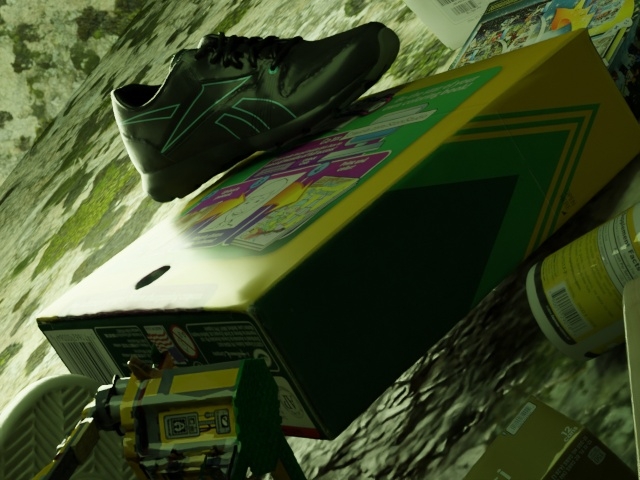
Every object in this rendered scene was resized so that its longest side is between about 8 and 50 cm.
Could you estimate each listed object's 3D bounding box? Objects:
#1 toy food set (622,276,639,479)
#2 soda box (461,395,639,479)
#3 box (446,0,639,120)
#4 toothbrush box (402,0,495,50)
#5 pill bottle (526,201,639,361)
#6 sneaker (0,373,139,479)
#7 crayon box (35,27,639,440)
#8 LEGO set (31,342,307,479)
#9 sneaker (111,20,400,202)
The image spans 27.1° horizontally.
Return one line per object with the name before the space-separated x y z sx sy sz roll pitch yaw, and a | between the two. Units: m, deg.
toy food set | 0.240 0.081 0.503 0.220 0.092 0.306 -24 31 24
soda box | 0.080 0.170 0.664 0.181 0.061 0.058 -50 21 -5
box | 0.181 -0.141 1.032 0.159 0.044 0.233 -57 23 -22
toothbrush box | 0.201 -0.337 1.227 0.206 0.122 0.283 -19 36 53
pill bottle | 0.178 0.016 0.740 0.116 0.065 0.065 -33 26 32
sneaker | -0.211 0.263 0.881 0.148 0.131 0.350 -25 50 54
crayon box | 0.000 0.000 0.954 0.313 0.106 0.363 -38 15 -27
LEGO set | -0.112 0.227 0.667 0.192 0.255 0.331 -9 49 19
sneaker | -0.062 -0.120 1.065 0.267 0.106 0.101 -24 12 29
